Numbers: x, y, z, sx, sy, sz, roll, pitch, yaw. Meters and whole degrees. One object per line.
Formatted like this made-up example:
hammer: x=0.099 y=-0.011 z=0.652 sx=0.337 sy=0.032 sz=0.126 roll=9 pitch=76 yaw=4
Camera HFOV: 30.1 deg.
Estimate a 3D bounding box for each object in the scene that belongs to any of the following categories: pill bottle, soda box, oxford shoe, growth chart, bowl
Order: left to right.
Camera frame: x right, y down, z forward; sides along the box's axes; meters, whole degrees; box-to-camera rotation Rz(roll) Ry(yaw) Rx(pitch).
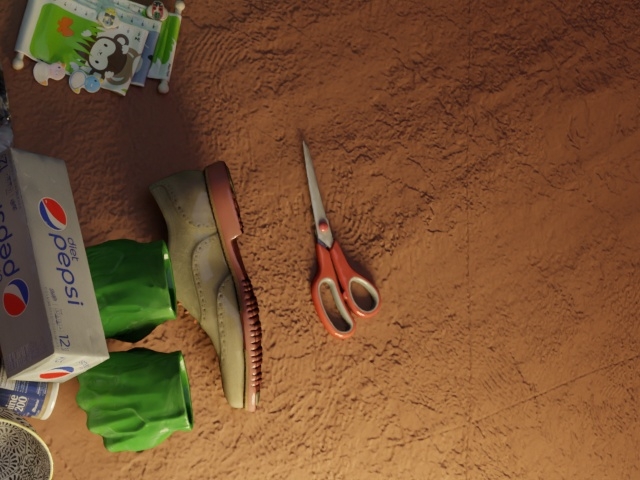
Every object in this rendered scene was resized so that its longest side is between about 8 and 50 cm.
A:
bowl: x=-0.415 y=0.257 z=1.461 sx=0.170 sy=0.170 sz=0.080 roll=18 pitch=27 yaw=-22
pill bottle: x=-0.398 y=0.184 z=1.510 sx=0.120 sy=0.067 sz=0.067 roll=16 pitch=71 yaw=-22
soda box: x=-0.358 y=0.032 z=1.503 sx=0.098 sy=0.091 sz=0.286 roll=13 pitch=54 yaw=-55
growth chart: x=-0.313 y=-0.287 z=1.695 sx=0.237 sy=0.021 sz=0.172 roll=9 pitch=75 yaw=-24
oxford shoe: x=-0.157 y=0.071 z=1.652 sx=0.130 sy=0.123 sz=0.348 roll=-11 pitch=83 yaw=-1

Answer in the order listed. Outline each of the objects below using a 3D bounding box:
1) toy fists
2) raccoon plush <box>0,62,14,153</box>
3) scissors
toy fists: x=-0.254 y=0.135 z=1.562 sx=0.142 sy=0.096 sz=0.279 roll=-9 pitch=82 yaw=0
raccoon plush: x=-0.561 y=-0.301 z=1.482 sx=0.299 sy=0.216 sz=0.446 roll=-10 pitch=82 yaw=-20
scissors: x=0.000 y=0.000 z=1.779 sx=0.109 sy=0.021 sz=0.297 roll=-25 pitch=91 yaw=-27
